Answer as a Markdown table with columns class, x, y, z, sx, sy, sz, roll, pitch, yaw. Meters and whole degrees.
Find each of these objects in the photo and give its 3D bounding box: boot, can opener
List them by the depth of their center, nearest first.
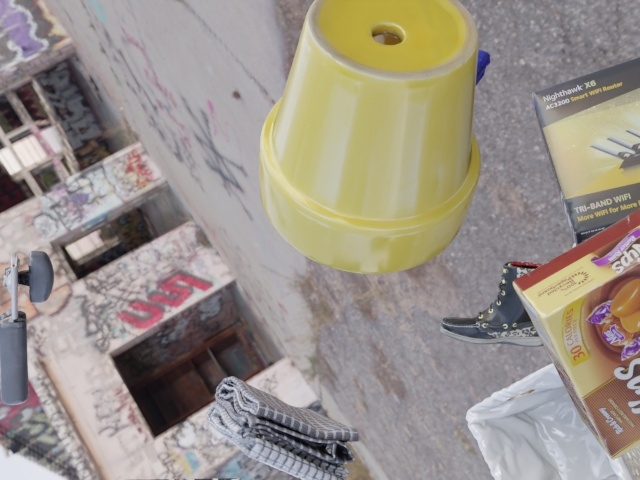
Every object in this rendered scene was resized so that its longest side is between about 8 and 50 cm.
| class | x | y | z | sx | sy | sz | roll | pitch | yaw |
| --- | --- | --- | --- | --- | --- | --- | --- | --- | --- |
| can opener | -0.538 | 0.159 | 1.223 | 0.076 | 0.095 | 0.283 | -148 | 59 | -63 |
| boot | 0.382 | 0.132 | 1.446 | 0.085 | 0.236 | 0.179 | -45 | -44 | -71 |

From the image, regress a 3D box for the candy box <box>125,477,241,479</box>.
| class | x | y | z | sx | sy | sz | roll | pitch | yaw |
| --- | --- | --- | --- | --- | --- | --- | --- | --- | --- |
| candy box | -0.262 | 0.528 | 1.228 | 0.159 | 0.233 | 0.071 | -86 | -12 | -45 |

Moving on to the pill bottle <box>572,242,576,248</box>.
| class | x | y | z | sx | sy | sz | roll | pitch | yaw |
| --- | --- | --- | --- | --- | --- | --- | --- | --- | --- |
| pill bottle | 0.470 | 0.022 | 1.066 | 0.078 | 0.078 | 0.137 | 61 | 167 | -6 |

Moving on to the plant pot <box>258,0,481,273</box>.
| class | x | y | z | sx | sy | sz | roll | pitch | yaw |
| --- | --- | --- | --- | --- | --- | --- | --- | --- | --- |
| plant pot | 0.058 | -0.131 | 0.711 | 0.254 | 0.254 | 0.239 | 53 | 157 | 29 |

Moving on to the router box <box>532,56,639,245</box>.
| class | x | y | z | sx | sy | sz | roll | pitch | yaw |
| --- | --- | --- | --- | --- | --- | --- | --- | --- | --- |
| router box | 0.494 | -0.148 | 0.967 | 0.081 | 0.309 | 0.243 | 40 | -143 | -60 |

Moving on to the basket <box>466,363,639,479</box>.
| class | x | y | z | sx | sy | sz | roll | pitch | yaw |
| --- | --- | --- | --- | --- | --- | --- | --- | --- | --- |
| basket | 0.612 | 0.503 | 1.671 | 0.328 | 0.266 | 0.331 | -42 | 58 | 35 |

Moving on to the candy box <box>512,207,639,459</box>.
| class | x | y | z | sx | sy | sz | roll | pitch | yaw |
| --- | --- | --- | --- | --- | --- | --- | --- | --- | --- |
| candy box | 0.234 | 0.078 | 0.511 | 0.187 | 0.109 | 0.053 | 56 | -173 | -30 |

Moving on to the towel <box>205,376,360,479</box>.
| class | x | y | z | sx | sy | sz | roll | pitch | yaw |
| --- | --- | --- | --- | --- | --- | --- | --- | --- | --- |
| towel | -0.077 | 0.368 | 1.305 | 0.235 | 0.121 | 0.283 | 30 | 167 | -21 |

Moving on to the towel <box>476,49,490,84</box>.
| class | x | y | z | sx | sy | sz | roll | pitch | yaw |
| --- | --- | --- | --- | --- | --- | --- | --- | --- | --- |
| towel | 0.222 | -0.392 | 1.589 | 0.308 | 0.228 | 0.076 | 29 | 169 | 32 |
